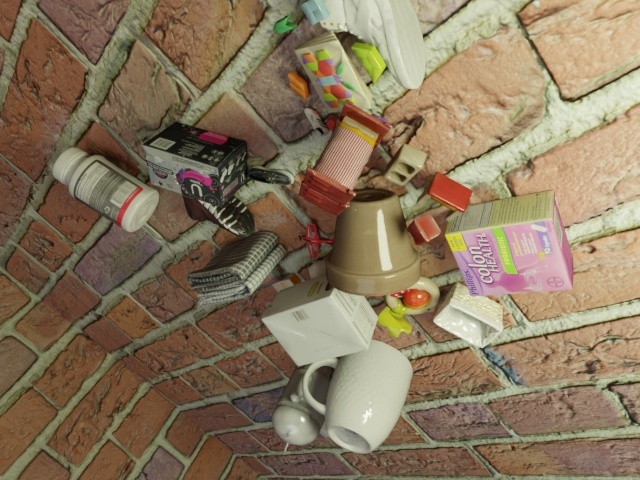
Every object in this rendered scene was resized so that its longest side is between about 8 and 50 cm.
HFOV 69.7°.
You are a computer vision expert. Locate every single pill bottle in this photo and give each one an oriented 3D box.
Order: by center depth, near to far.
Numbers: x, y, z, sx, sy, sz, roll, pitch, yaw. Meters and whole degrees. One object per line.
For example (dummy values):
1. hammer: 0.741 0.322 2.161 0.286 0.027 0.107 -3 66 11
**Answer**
1. pill bottle: -0.737 -0.182 1.578 0.318 0.176 0.176 33 137 -1

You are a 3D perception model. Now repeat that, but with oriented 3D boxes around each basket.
1. basket: 0.432 0.213 1.336 0.167 0.103 0.113 28 137 3

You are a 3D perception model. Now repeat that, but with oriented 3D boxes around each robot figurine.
1. robot figurine: -0.065 0.660 1.844 0.199 0.353 0.300 10 132 22

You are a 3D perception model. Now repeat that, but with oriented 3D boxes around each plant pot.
1. plant pot: 0.135 -0.012 1.224 0.263 0.263 0.229 5 112 26

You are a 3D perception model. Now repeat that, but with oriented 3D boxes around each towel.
1. towel: -0.285 0.086 1.530 0.283 0.235 0.121 -14 118 36

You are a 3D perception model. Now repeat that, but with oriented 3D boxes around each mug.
1. mug: 0.114 0.552 1.662 0.374 0.328 0.276 19 136 13

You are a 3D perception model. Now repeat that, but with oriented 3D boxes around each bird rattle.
1. bird rattle: 0.256 0.159 1.397 0.207 0.143 0.253 -6 126 7

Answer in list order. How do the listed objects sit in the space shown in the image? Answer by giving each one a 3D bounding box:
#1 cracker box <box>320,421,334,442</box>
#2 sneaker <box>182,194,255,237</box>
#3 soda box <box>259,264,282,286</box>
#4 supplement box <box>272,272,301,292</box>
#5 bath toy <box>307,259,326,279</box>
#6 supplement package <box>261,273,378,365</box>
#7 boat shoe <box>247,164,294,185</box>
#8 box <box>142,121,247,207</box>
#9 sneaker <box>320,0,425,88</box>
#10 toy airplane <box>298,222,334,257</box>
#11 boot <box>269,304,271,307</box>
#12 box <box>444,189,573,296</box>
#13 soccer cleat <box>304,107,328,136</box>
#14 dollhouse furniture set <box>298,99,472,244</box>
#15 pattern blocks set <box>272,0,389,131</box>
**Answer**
1. cracker box: 0.079 0.874 2.171 0.156 0.067 0.232 44 135 -12
2. sneaker: -0.341 -0.088 1.510 0.281 0.106 0.162 42 142 4
3. soda box: -0.219 0.137 1.649 0.183 0.058 0.063 -24 71 41
4. supplement box: -0.119 0.157 1.643 0.098 0.036 0.062 -16 120 38
5. bath toy: 0.052 0.207 1.530 0.129 0.151 0.348 -16 121 -2
6. supplement package: 0.000 0.231 1.372 0.262 0.145 0.204 -23 110 31
7. boat shoe: -0.147 -0.183 1.342 0.142 0.040 0.049 15 134 18
8. box: -0.357 -0.221 1.336 0.247 0.163 0.142 18 134 15
9. sneaker: 0.098 -0.438 0.940 0.169 0.108 0.292 0 129 43
10. toy airplane: 0.000 0.000 1.438 0.151 0.028 0.151 16 136 16
11. boot: -0.080 0.253 1.688 0.197 0.073 0.152 24 139 -9
12. box: 0.463 0.016 1.126 0.243 0.117 0.213 -9 124 35
13. soccer cleat: -0.012 -0.299 1.163 0.029 0.035 0.083 -26 113 43
14. dollhouse furniture set: 0.161 -0.125 1.047 0.374 0.201 0.152 27 162 -4
15. pattern blocks set: 0.026 -0.360 1.017 0.325 0.026 0.285 47 155 -21
